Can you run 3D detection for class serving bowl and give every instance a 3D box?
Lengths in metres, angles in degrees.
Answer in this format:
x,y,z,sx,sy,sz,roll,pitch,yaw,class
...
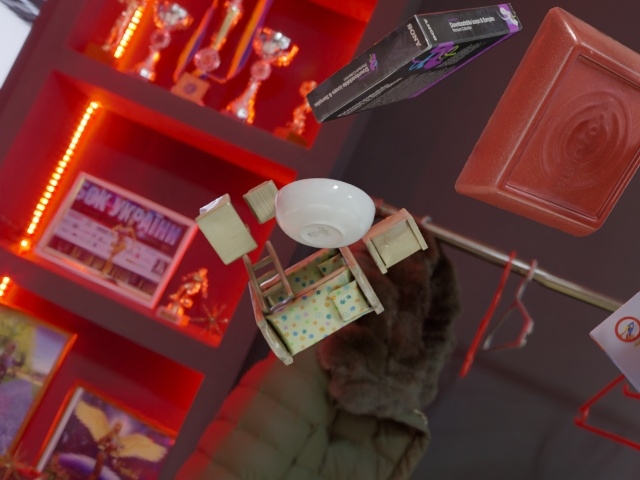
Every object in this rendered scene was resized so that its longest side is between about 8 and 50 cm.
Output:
x,y,z,sx,sy,sz,roll,pitch,yaw,class
0.002,-0.016,0.565,0.083,0.027,0.083,6,-29,3,serving bowl

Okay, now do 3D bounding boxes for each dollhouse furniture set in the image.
x,y,z,sx,sy,sz,roll,pitch,yaw,class
0.000,0.000,0.673,0.161,0.182,0.101,58,3,-25,dollhouse furniture set

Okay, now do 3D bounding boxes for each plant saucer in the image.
x,y,z,sx,sy,sz,roll,pitch,yaw,class
0.343,-0.135,0.927,0.259,0.258,0.048,16,21,-29,plant saucer

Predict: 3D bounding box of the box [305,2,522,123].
x,y,z,sx,sy,sz,roll,pitch,yaw,class
0.078,-0.143,0.557,0.116,0.029,0.162,-27,1,41,box

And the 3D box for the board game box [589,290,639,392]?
x,y,z,sx,sy,sz,roll,pitch,yaw,class
0.619,0.159,1.022,0.086,0.308,0.302,29,23,-44,board game box
